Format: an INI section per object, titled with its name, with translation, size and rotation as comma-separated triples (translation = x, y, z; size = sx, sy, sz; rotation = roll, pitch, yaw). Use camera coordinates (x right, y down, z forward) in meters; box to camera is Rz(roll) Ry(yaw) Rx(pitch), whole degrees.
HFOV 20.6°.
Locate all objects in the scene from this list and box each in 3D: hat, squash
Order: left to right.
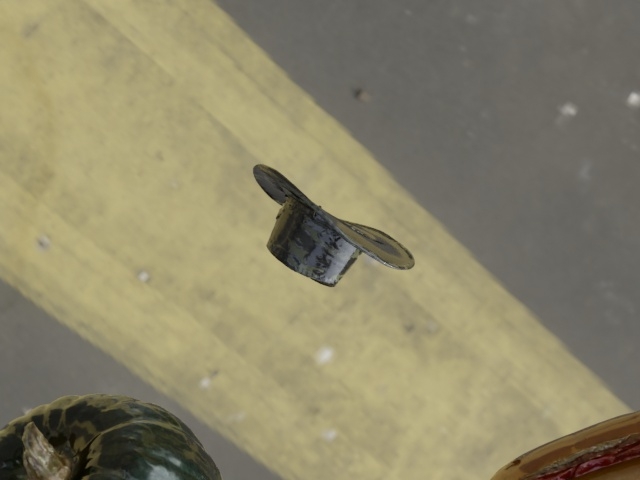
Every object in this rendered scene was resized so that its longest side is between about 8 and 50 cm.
[squash]
translation = -0.176, 0.212, 1.296
size = 0.218, 0.218, 0.172
rotation = -38, 153, -10
[hat]
translation = 0.000, 0.000, 1.121
size = 0.121, 0.121, 0.050
rotation = 28, 93, -44

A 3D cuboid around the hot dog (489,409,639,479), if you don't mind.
[hot dog]
translation = 0.188, 0.110, 0.857
size = 0.235, 0.092, 0.062
rotation = -24, 135, 12
